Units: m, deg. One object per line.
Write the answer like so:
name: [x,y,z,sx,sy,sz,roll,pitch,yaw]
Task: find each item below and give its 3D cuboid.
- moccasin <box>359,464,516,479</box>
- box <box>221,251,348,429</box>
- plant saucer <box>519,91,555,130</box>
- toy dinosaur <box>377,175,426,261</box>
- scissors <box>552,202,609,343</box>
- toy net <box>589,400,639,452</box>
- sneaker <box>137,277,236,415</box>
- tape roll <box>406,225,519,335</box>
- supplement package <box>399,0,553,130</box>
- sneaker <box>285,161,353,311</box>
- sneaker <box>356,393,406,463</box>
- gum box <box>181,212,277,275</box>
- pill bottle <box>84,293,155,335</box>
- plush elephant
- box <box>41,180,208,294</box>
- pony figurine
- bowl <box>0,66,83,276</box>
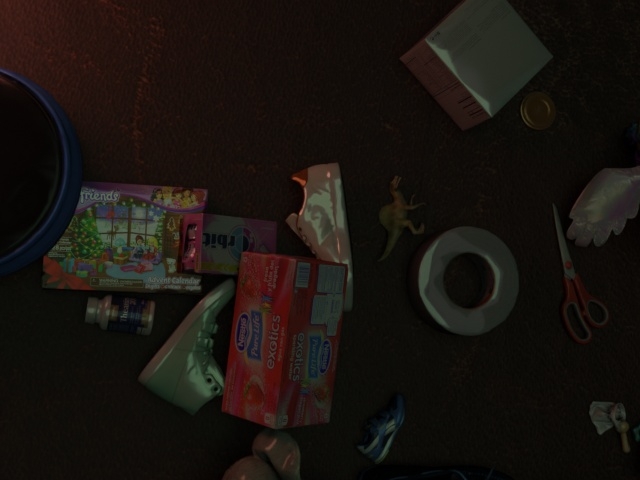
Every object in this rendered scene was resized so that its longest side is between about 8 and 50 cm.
moccasin: [0.245,0.510,1.745,0.342,0.117,0.138,2,86,-14]
box: [-0.063,0.177,1.630,0.154,0.142,0.300,6,91,-48]
plant saucer: [0.464,-0.277,1.911,0.083,0.013,0.083,1,86,-15]
toy dinosaur: [0.162,-0.035,1.806,0.092,0.053,0.183,8,76,2]
scissors: [0.521,0.073,1.897,0.109,0.021,0.297,-27,94,-15]
toy net: [0.678,0.400,1.903,0.232,0.045,0.122,36,79,-10]
sneaker: [-0.202,0.201,1.661,0.151,0.094,0.256,38,88,-3]
tape roll: [0.287,0.082,1.810,0.219,0.072,0.219,1,85,-14]
supplement package: [0.311,-0.369,1.807,0.194,0.149,0.203,-44,97,-13]
sneaker: [0.000,0.000,1.739,0.123,0.106,0.290,-8,85,2]
sneaker: [0.121,0.362,1.757,0.059,0.053,0.144,29,79,-9]
gum box: [-0.171,0.011,1.659,0.188,0.062,0.107,6,84,-43]
pill bottle: [-0.367,0.134,1.638,0.120,0.067,0.067,9,84,-14]
plush elephant: [-0.089,0.491,1.598,0.272,0.330,0.255,-35,77,-7]
box: [-0.359,-0.003,1.655,0.293,0.057,0.201,3,85,-14]
pony figurine: [0.722,-0.100,1.828,0.303,0.363,0.351,18,96,-23]
bowl: [-0.616,-0.123,1.554,0.391,0.077,0.391,0,84,-4]
